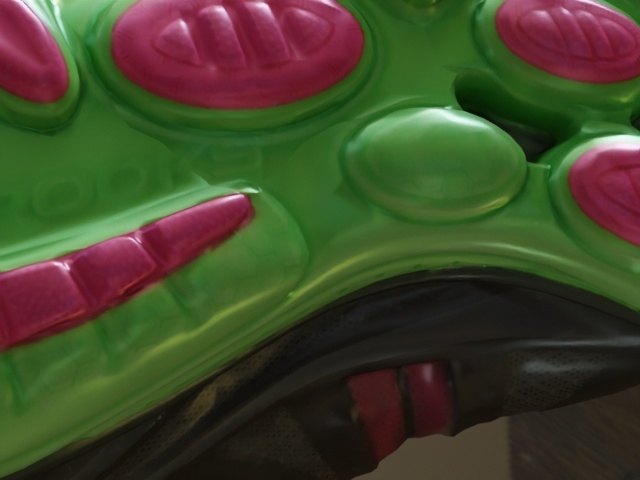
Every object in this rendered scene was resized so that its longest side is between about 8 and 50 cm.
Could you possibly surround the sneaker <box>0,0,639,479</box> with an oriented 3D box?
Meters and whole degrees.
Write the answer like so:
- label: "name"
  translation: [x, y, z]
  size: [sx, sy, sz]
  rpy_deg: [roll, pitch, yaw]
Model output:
- label: "sneaker"
  translation: [0.000, 0.000, 0.598]
  size: [0.483, 0.202, 0.185]
  rpy_deg: [-5, -112, -26]
